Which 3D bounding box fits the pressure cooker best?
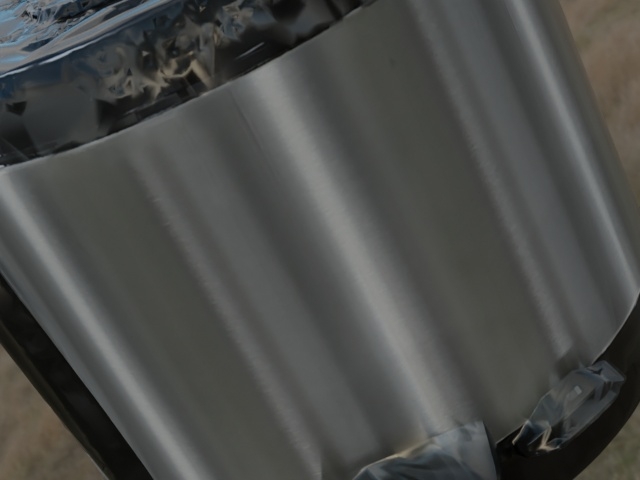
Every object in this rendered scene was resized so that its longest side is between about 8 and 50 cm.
[{"bbox_3d":[0.006,-0.002,0.747,0.375,0.420,0.370,0,37,45],"label":"pressure cooker"}]
